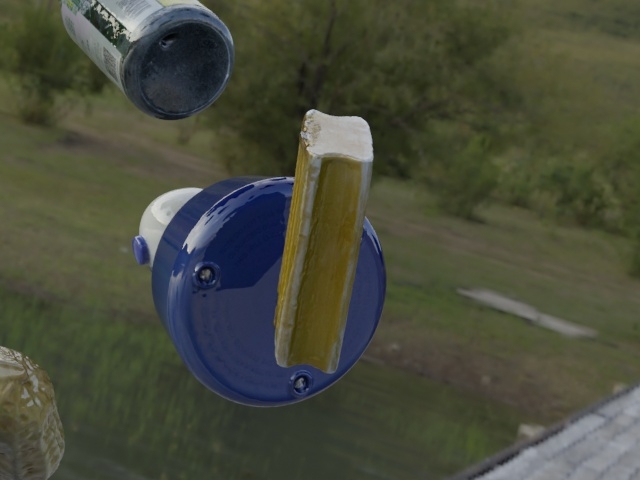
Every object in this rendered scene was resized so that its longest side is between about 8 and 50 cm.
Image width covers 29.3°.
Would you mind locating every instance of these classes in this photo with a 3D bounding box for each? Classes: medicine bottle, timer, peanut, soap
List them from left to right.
[{"bbox_3d":[-0.267,0.147,1.036,0.093,0.083,0.194,20,-33,15],"label":"peanut"},{"bbox_3d":[-0.227,-0.266,1.492,0.141,0.141,0.293,13,21,-40],"label":"medicine bottle"},{"bbox_3d":[-0.118,0.025,1.541,0.270,0.270,0.383,14,6,-29],"label":"timer"},{"bbox_3d":[0.000,0.000,1.236,0.073,0.232,0.140,8,23,-3],"label":"soap"}]
